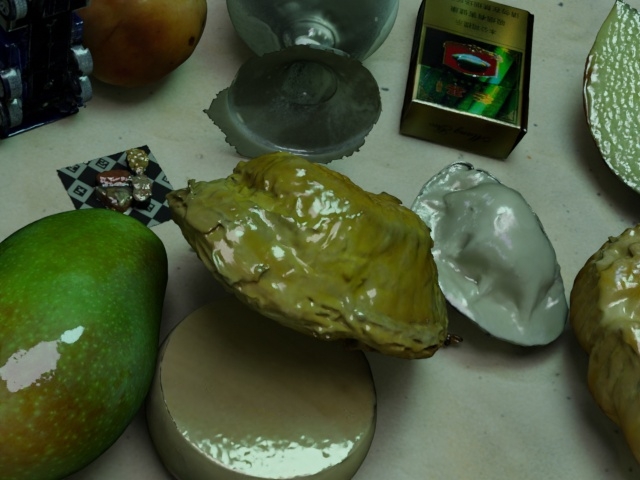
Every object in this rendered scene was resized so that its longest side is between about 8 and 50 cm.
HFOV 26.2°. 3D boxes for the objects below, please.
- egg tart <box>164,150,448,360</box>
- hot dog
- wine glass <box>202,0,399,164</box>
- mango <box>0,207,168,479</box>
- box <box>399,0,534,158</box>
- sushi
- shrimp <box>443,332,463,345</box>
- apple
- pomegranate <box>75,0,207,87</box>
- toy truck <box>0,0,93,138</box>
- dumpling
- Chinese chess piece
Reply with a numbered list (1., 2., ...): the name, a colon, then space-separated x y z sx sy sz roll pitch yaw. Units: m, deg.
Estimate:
1. egg tart: 0.000 0.000 1.489 0.352 0.153 0.339 26 8 -12
2. hot dog: 0.475 0.127 1.601 0.365 0.196 0.367 0 49 -18
3. wine glass: -0.015 -0.283 1.753 0.238 0.238 0.323 12 50 -6
4. mango: -0.269 0.098 1.416 0.225 0.201 0.382 7 39 20
5. box: 0.201 -0.232 1.867 0.159 0.071 0.240 15 51 -7
6. sushi: -0.238 -0.064 1.650 0.126 0.026 0.120 -19 62 -26
7. shrimp: 0.115 0.085 1.634 0.127 0.025 0.091 23 50 6
8. apple: 0.490 -0.159 1.824 0.346 0.179 0.254 40 42 17
9. pomegranate: -0.239 -0.287 1.718 0.191 0.191 0.191 7 52 -10
10. toy truck: -0.352 -0.261 1.614 0.124 0.268 0.155 -24 62 -30
11. dumpling: 0.197 0.022 1.631 0.172 0.142 0.247 -30 78 -29
12. Chinese chess piece: -0.064 0.176 1.473 0.251 0.097 0.250 8 51 -10
